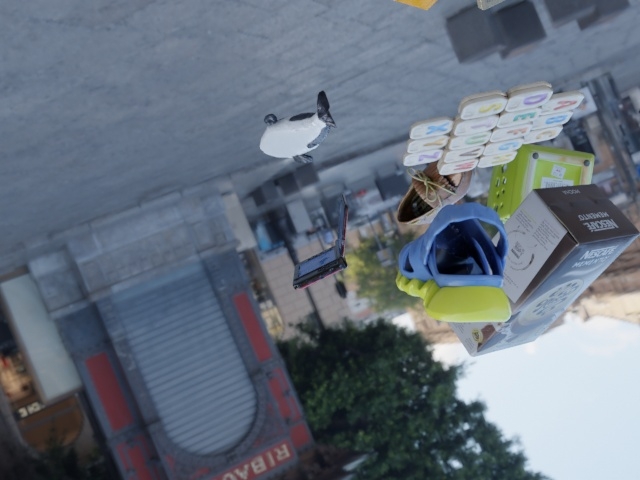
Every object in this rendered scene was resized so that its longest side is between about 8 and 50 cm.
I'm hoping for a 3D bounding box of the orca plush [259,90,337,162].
[{"bbox_3d":[-0.042,-0.282,1.773,0.102,0.151,0.287,-57,-173,-28],"label":"orca plush"}]

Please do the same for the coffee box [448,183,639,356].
[{"bbox_3d":[0.352,0.052,1.249,0.168,0.118,0.297,-7,142,-35],"label":"coffee box"}]

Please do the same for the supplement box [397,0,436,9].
[{"bbox_3d":[0.097,-0.314,0.845,0.062,0.098,0.036,2,155,-34],"label":"supplement box"}]

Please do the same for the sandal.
[{"bbox_3d":[0.174,0.018,0.982,0.126,0.138,0.317,2,-176,-6],"label":"sandal"}]

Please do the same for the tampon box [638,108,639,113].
[{"bbox_3d":[0.495,-0.137,0.915,0.120,0.161,0.101,-48,-146,12],"label":"tampon box"}]

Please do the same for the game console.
[{"bbox_3d":[0.000,0.000,1.142,0.124,0.085,0.144,-26,-171,5],"label":"game console"}]

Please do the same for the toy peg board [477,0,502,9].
[{"bbox_3d":[0.317,-0.514,1.308,0.161,0.161,0.079,-27,-140,-7],"label":"toy peg board"}]

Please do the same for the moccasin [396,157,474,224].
[{"bbox_3d":[0.319,-0.156,2.160,0.147,0.139,0.380,-18,166,-25],"label":"moccasin"}]

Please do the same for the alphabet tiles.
[{"bbox_3d":[0.279,-0.177,1.245,0.278,0.021,0.284,-11,163,-3],"label":"alphabet tiles"}]

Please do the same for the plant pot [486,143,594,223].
[{"bbox_3d":[0.587,-0.141,1.995,0.228,0.227,0.207,9,-177,-4],"label":"plant pot"}]
